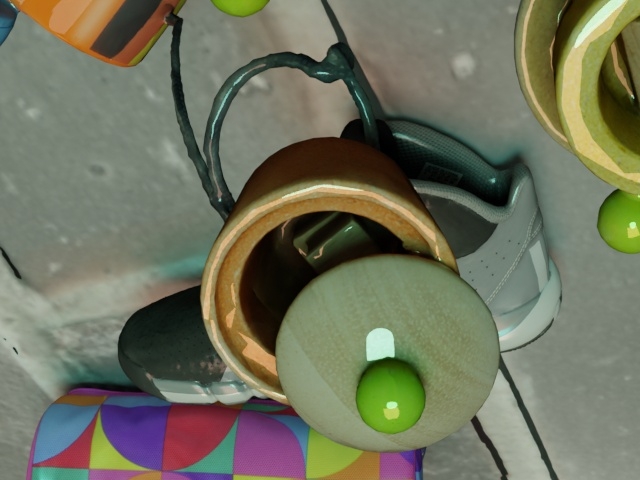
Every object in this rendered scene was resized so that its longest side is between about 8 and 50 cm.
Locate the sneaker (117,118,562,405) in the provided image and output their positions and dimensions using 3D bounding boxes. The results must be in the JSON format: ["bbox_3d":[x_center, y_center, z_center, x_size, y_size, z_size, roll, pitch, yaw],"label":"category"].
[{"bbox_3d":[0.000,0.000,0.677,0.228,0.086,0.132,-11,130,3],"label":"sneaker"}]

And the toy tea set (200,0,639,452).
[{"bbox_3d":[0.055,-0.088,0.337,0.200,0.124,0.336,2,115,-2],"label":"toy tea set"}]

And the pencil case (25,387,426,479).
[{"bbox_3d":[-0.050,0.135,0.807,0.236,0.104,0.104,0,136,3],"label":"pencil case"}]

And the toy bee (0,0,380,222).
[{"bbox_3d":[-0.113,-0.115,0.522,0.195,0.162,0.298,-29,97,12],"label":"toy bee"}]
